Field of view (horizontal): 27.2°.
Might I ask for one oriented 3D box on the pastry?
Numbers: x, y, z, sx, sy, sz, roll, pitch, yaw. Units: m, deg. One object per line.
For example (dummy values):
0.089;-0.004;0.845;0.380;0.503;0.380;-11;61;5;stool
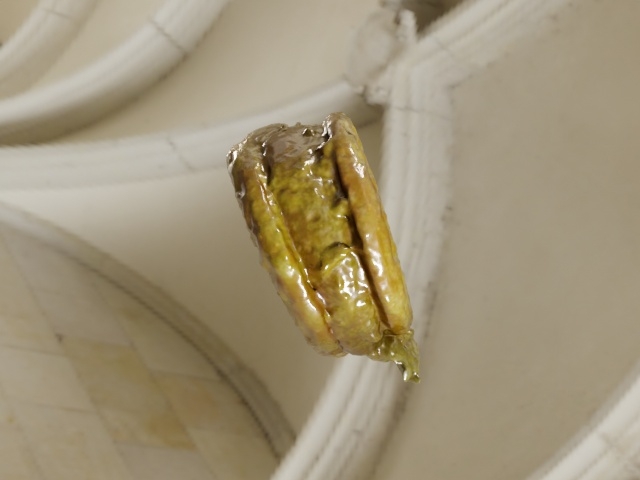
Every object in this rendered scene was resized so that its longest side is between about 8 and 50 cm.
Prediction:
0.000;0.000;1.252;0.132;0.235;0.240;-16;-135;2;pastry
